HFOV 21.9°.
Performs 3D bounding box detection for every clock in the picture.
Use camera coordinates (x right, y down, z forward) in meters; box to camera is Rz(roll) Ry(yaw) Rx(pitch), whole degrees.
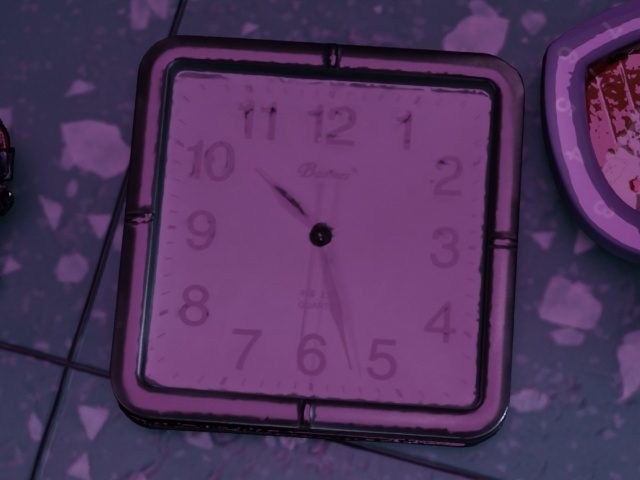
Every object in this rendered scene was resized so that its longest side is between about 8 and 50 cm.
[{"bbox_3d":[0.230,-0.086,1.151,0.172,0.064,0.198,29,80,8],"label":"clock"},{"bbox_3d":[0.000,0.000,1.148,0.273,0.049,0.278,4,78,2],"label":"clock"}]

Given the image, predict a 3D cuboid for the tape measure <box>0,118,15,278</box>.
[{"bbox_3d":[-0.282,-0.044,1.150,0.146,0.081,0.125,11,96,7],"label":"tape measure"}]
